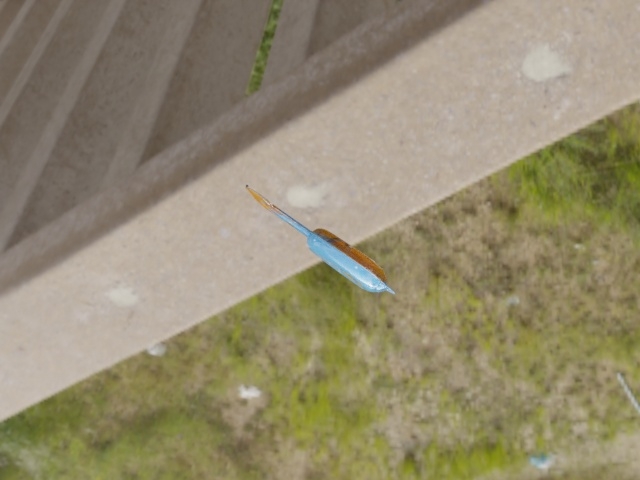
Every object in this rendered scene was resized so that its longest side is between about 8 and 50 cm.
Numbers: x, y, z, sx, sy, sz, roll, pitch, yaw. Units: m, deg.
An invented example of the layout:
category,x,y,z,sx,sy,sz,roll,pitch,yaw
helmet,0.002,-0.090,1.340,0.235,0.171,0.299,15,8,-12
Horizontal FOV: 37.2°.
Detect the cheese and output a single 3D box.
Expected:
category,x,y,z,sx,sy,sz,roll,pitch,yaw
cheese,-0.001,0.001,0.576,0.111,0.017,0.047,35,171,11
